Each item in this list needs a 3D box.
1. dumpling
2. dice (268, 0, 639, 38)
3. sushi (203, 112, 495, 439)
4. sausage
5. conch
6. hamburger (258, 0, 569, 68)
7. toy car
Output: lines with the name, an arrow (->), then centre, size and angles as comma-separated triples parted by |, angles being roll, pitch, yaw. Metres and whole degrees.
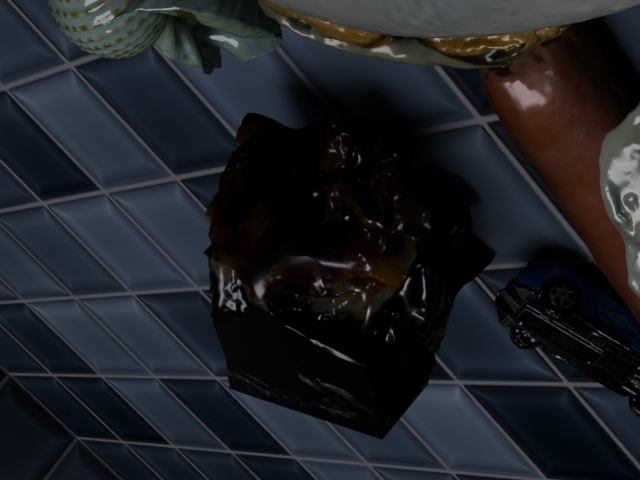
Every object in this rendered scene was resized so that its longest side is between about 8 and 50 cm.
dumpling -> 0.265, -0.023, 1.082 | 0.229, 0.151, 0.124 | 51, 178, -30
dice -> 0.060, -0.263, 0.606 | 0.304, 0.304, 0.277 | 21, 148, 45
sushi -> -0.001, 0.001, 1.360 | 0.215, 0.227, 0.212 | 14, 140, 29
sausage -> 0.246, -0.004, 1.195 | 0.094, 0.094, 0.419 | -2, 135, 47
conch -> -0.122, -0.210, 1.267 | 0.172, 0.131, 0.200 | -10, 173, 29
hamburger -> 0.046, -0.240, 0.969 | 0.318, 0.158, 0.318 | 28, 152, 16
toy car -> 0.255, 0.088, 1.374 | 0.216, 0.063, 0.103 | 30, 155, 1
